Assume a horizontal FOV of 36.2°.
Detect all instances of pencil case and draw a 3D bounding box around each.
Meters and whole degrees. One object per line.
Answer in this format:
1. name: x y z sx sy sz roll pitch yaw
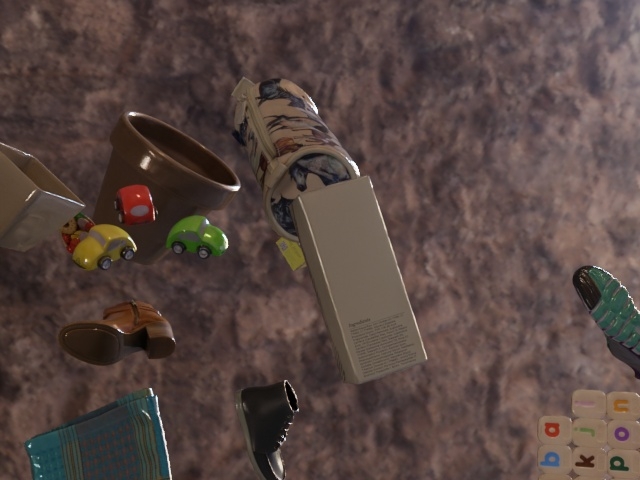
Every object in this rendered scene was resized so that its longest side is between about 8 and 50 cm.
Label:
1. pencil case: -0.051 -0.145 1.660 0.183 0.410 0.160 24 -72 -22

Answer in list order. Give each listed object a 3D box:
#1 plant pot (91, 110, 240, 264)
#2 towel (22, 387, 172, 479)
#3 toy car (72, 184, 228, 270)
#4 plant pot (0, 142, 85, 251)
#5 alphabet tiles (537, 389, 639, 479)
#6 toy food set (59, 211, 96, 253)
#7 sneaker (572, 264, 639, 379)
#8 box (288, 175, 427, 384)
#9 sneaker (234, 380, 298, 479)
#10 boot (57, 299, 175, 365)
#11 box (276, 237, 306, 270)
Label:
1. plant pot: -0.319 -0.083 1.881 0.263 0.263 0.229 14 -67 -55
2. towel: -0.310 0.424 1.403 0.271 0.370 0.040 -25 -25 27
3. toy car: -0.257 -0.022 1.573 0.239 0.224 0.053 -70 -14 -56
4. plant pot: -0.381 -0.048 1.219 0.096 0.109 0.109 -51 -18 5
5. alphabet tiles: 0.571 0.444 1.957 0.021 0.277 0.284 91 -178 -78
6. toy food set: -0.402 -0.010 1.631 0.020 0.082 0.083 -45 -44 -59
7. sneaker: 0.470 0.142 1.575 0.083 0.224 0.098 -40 -3 -29
8. box: 0.050 0.057 1.383 0.113 0.275 0.094 -15 -5 -12
9. sneaker: -0.089 0.402 2.019 0.083 0.118 0.222 -52 -55 -72
10. boot: -0.346 0.144 1.626 0.197 0.152 0.073 10 -74 -27
11. box: 0.000 0.000 2.344 0.058 0.087 0.232 -40 -12 37
